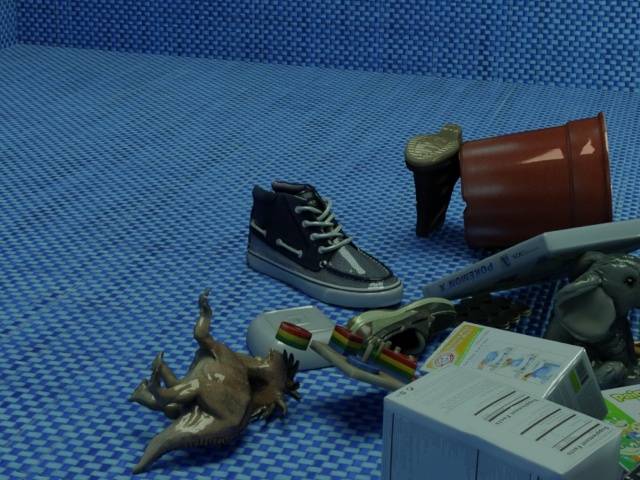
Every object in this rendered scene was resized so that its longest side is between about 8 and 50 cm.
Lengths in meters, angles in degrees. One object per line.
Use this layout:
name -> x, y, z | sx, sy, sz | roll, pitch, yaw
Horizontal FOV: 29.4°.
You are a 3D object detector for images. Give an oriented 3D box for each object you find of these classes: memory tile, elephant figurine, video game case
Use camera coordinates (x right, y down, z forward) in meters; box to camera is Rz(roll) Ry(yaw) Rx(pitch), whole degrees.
memory tile -> 0.266, 0.120, 1.987 | 0.113, 0.012, 0.148 | 16, 24, 36
elephant figurine -> 0.409, 0.086, 1.751 | 0.186, 0.239, 0.169 | -5, 21, -17
video game case -> 0.375, 0.030, 1.952 | 0.329, 0.036, 0.300 | -7, -13, -35

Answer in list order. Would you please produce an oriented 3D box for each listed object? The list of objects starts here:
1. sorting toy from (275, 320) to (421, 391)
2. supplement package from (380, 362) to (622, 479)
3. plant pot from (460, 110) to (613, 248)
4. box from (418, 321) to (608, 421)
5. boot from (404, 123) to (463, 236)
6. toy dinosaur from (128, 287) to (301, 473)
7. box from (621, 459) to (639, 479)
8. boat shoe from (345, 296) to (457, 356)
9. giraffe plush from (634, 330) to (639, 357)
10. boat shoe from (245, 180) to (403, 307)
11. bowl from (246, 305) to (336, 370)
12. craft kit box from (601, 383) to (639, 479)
sorting toy -> 0.081, 0.163, 1.647 | 0.274, 0.046, 0.132 | 21, 4, -28
supplement package -> 0.205, 0.258, 1.412 | 0.244, 0.139, 0.134 | 19, 27, 38
plant pot -> 0.399, -0.092, 2.263 | 0.265, 0.272, 0.272 | -4, 19, 11
box -> 0.244, 0.192, 1.557 | 0.203, 0.114, 0.103 | 11, 45, 47
boot -> 0.212, -0.100, 2.312 | 0.090, 0.207, 0.248 | 16, 22, 20
toy dinosaur -> -0.126, 0.205, 1.595 | 0.200, 0.127, 0.296 | 36, 39, -6
box -> 0.395, 0.291, 1.265 | 0.163, 0.142, 0.247 | 39, 35, 23
boat shoe -> 0.130, 0.142, 1.840 | 0.223, 0.080, 0.073 | -6, 46, -41
giraffe plush -> 0.556, 0.113, 1.820 | 0.170, 0.210, 0.181 | -3, -6, 44
boat shoe -> 0.000, 0.000, 2.090 | 0.340, 0.158, 0.127 | 17, 25, 38
bowl -> -0.035, 0.144, 1.846 | 0.142, 0.053, 0.142 | -7, 23, -19
craft kit box -> 0.452, 0.259, 1.552 | 0.249, 0.061, 0.246 | -7, 18, -21
